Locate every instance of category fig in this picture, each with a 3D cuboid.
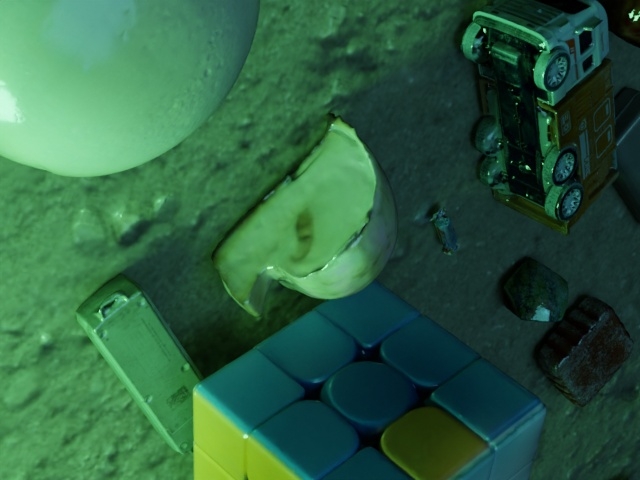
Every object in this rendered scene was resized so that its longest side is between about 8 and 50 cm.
[{"bbox_3d":[0.448,-0.330,1.795,0.231,0.143,0.160,-37,160,12],"label":"fig"}]

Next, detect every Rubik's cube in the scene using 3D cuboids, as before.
[{"bbox_3d":[0.048,0.272,1.688,0.290,0.292,0.291,-32,144,-33],"label":"Rubik's cube"}]

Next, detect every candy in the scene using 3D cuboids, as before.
[{"bbox_3d":[0.159,-0.010,1.858,0.030,0.020,0.083,-38,136,-17],"label":"candy"}]

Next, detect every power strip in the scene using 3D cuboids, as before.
[{"bbox_3d":[-0.189,0.141,1.630,0.078,0.052,0.272,-41,134,-14],"label":"power strip"}]

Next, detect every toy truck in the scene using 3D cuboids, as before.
[{"bbox_3d":[0.286,-0.172,1.791,0.162,0.136,0.305,-39,137,-26],"label":"toy truck"}]

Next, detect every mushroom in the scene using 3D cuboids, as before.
[{"bbox_3d":[0.020,0.016,1.653,0.236,0.162,0.173,-48,134,-5],"label":"mushroom"}]

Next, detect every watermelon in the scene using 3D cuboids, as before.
[{"bbox_3d":[0.299,0.076,1.996,0.084,0.092,0.072,-43,175,0],"label":"watermelon"}]

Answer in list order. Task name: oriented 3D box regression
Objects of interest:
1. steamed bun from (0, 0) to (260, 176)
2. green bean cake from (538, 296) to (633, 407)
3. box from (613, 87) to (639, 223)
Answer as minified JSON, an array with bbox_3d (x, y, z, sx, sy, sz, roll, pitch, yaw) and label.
[{"bbox_3d":[-0.201,-0.207,1.300,0.324,0.206,0.324,-20,126,-30],"label":"steamed bun"},{"bbox_3d":[0.388,0.163,2.132,0.135,0.056,0.135,-47,137,-8],"label":"green bean cake"},{"bbox_3d":[0.458,-0.106,2.032,0.103,0.055,0.243,-50,137,-6],"label":"box"}]
